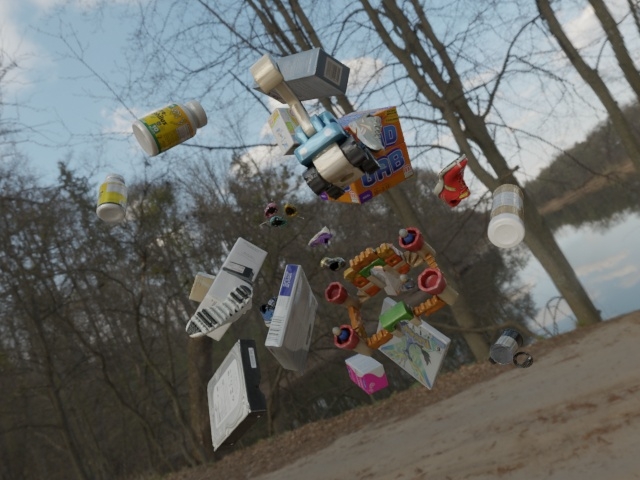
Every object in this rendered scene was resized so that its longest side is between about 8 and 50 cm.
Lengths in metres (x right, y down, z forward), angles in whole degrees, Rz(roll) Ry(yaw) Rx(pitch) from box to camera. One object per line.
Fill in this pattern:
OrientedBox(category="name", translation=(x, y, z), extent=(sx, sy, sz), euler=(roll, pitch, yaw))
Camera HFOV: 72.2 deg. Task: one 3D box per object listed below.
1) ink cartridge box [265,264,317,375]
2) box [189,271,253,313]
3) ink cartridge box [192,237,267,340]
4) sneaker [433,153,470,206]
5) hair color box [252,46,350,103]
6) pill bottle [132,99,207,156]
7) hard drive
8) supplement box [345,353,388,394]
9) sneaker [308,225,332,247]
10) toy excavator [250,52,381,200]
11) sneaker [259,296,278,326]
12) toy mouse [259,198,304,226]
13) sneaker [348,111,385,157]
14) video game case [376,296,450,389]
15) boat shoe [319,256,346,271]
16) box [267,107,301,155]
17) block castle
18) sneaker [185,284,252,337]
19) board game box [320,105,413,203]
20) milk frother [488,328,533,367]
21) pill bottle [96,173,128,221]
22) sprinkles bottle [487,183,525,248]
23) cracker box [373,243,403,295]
OrientedBox(category="ink cartridge box", translation=(-0.100, 0.311, 1.678), extent=(0.072, 0.323, 0.330), euler=(3, -33, 14))
OrientedBox(category="box", translation=(-0.537, 0.285, 2.390), extent=(0.312, 0.147, 0.121), euler=(16, 1, -11))
OrientedBox(category="ink cartridge box", translation=(-0.428, 0.226, 2.060), extent=(0.285, 0.166, 0.394), euler=(-53, 11, 39))
OrientedBox(category="sneaker", translation=(0.490, -0.206, 1.562), extent=(0.107, 0.118, 0.279), euler=(-37, -19, -6))
OrientedBox(category="hair color box", translation=(-0.085, -0.656, 1.779), extent=(0.375, 0.113, 0.186), euler=(8, -4, 44))
OrientedBox(category="pill bottle", translation=(-0.463, -0.357, 1.369), extent=(0.208, 0.117, 0.117), euler=(-36, -5, -27))
OrientedBox(category="hard drive", translation=(-0.280, 0.501, 1.410), extent=(0.064, 0.236, 0.338), euler=(7, -43, -30))
OrientedBox(category="supplement box", translation=(0.222, 0.641, 2.138), extent=(0.114, 0.111, 0.220), euler=(-19, 9, -19))
OrientedBox(category="sneaker", translation=(0.000, 0.000, 2.068), extent=(0.068, 0.071, 0.170), euler=(-44, 1, -33))
OrientedBox(category="toy excavator", translation=(-0.034, -0.397, 1.552), extent=(0.222, 0.444, 0.433), euler=(-36, -16, 17))
OrientedBox(category="sneaker", translation=(-0.224, 0.386, 2.373), extent=(0.330, 0.147, 0.129), euler=(-15, 26, 44))
OrientedBox(category="toy mouse", translation=(-0.159, -0.093, 1.563), extent=(0.143, 0.031, 0.161), euler=(-29, -39, 15))
OrientedBox(category="sneaker", translation=(0.208, -0.443, 1.779), extent=(0.121, 0.262, 0.099), euler=(-41, -45, 15))
OrientedBox(category="video game case", translation=(0.383, 0.445, 1.901), extent=(0.036, 0.329, 0.299), euler=(-26, -45, -37))
OrientedBox(category="boat shoe", translation=(0.057, 0.098, 1.704), extent=(0.152, 0.049, 0.056), euler=(3, -64, -53))
OrientedBox(category="box", translation=(-0.150, -0.517, 2.077), extent=(0.114, 0.203, 0.103), euler=(-15, -15, -41))
OrientedBox(category="block castle", translation=(0.229, 0.180, 1.587), extent=(0.453, 0.302, 0.213), euler=(-38, -52, 22))
OrientedBox(category="sneaker", translation=(-0.390, 0.301, 1.744), extent=(0.292, 0.110, 0.118), euler=(-32, -32, -23))
OrientedBox(category="board game box", translation=(0.178, -0.423, 2.186), extent=(0.357, 0.356, 0.356), euler=(-30, 23, -24))
OrientedBox(category="milk frother", translation=(0.725, 0.432, 1.658), extent=(0.135, 0.143, 0.129), euler=(-24, -47, -47))
OrientedBox(category="pill bottle", translation=(-0.804, -0.169, 1.700), extent=(0.103, 0.184, 0.103), euler=(-9, -35, -6))
OrientedBox(category="sprinkles bottle", translation=(0.706, -0.101, 1.661), extent=(0.121, 0.121, 0.355), euler=(-34, 10, 34))
OrientedBox(category="cracker box", translation=(0.348, 0.147, 2.199), extent=(0.067, 0.232, 0.155), euler=(2, 49, 36))
